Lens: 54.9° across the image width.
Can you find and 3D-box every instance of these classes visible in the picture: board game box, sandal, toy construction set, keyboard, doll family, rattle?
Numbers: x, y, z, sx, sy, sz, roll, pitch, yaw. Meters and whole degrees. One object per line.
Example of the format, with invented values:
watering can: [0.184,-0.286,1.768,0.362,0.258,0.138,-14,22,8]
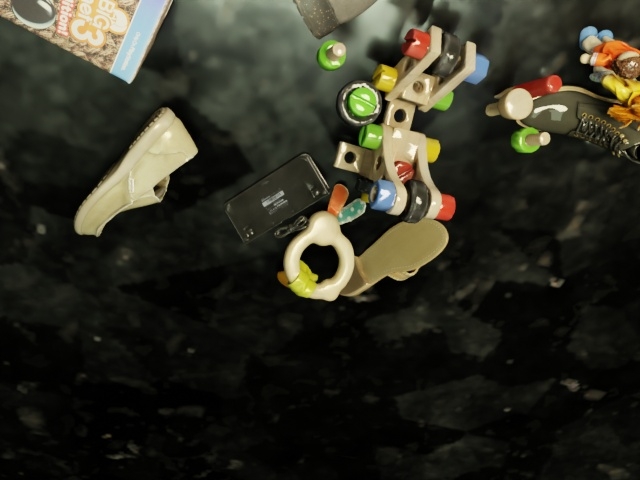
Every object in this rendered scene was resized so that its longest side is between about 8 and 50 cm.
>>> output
board game box: [-0.303,-0.373,0.724,0.291,0.141,0.232,25,123,-19]
sandal: [0.137,0.034,1.109,0.240,0.088,0.079,-31,154,29]
toy construction set: [0.151,-0.167,0.897,0.309,0.237,0.257,-14,98,-12]
keyboard: [-0.067,-0.056,1.030,0.180,0.023,0.108,-30,90,21]
doll family: [0.484,-0.217,0.845,0.263,0.163,0.118,-3,124,1]
rattle: [0.000,0.000,1.095,0.130,0.143,0.199,11,91,-2]

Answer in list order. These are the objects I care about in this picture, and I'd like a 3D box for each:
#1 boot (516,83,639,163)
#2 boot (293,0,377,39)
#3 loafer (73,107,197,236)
boot: [0.400,-0.166,0.904,0.198,0.137,0.076,0,128,0]
boot: [0.017,-0.428,0.722,0.223,0.118,0.338,-25,135,14]
loafer: [-0.293,-0.087,0.971,0.092,0.102,0.268,38,118,-20]
